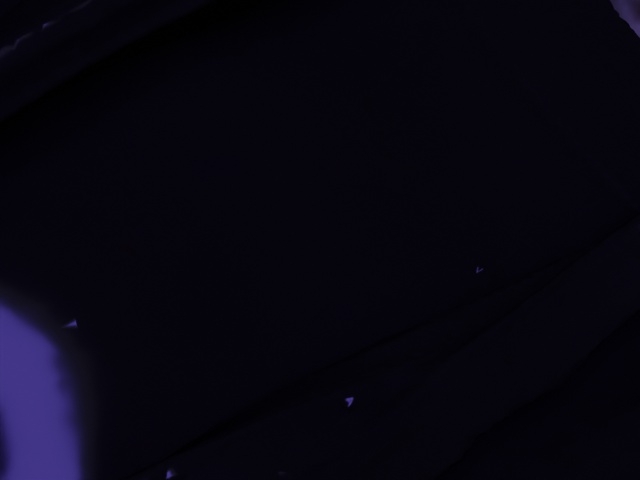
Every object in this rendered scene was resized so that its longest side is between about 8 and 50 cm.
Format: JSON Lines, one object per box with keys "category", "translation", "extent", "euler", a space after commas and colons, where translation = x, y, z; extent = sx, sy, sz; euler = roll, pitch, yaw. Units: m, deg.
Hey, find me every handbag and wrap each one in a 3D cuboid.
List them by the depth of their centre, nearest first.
{"category": "handbag", "translation": [0.000, 0.000, 0.411], "extent": [0.257, 0.113, 0.285], "euler": [-35, 83, -18]}
